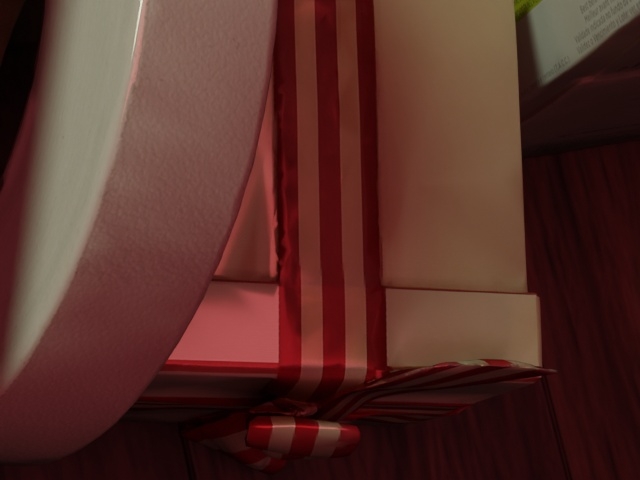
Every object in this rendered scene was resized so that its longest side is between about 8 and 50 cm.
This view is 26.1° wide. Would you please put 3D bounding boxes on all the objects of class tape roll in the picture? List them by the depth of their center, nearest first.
[{"bbox_3d":[-0.159,-0.081,0.707,0.072,0.392,0.392,13,75,-37],"label":"tape roll"}]

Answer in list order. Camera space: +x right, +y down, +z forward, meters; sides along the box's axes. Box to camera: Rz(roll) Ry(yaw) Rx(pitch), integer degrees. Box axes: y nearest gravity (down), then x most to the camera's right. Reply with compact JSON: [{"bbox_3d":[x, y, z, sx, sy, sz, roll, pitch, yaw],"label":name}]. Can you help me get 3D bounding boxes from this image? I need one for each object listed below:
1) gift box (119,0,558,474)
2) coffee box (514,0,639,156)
[{"bbox_3d":[0.000,0.000,0.797,0.276,0.255,0.258,3,77,-10],"label":"gift box"},{"bbox_3d":[0.243,-0.266,0.862,0.337,0.338,0.334,-9,81,-16],"label":"coffee box"}]
